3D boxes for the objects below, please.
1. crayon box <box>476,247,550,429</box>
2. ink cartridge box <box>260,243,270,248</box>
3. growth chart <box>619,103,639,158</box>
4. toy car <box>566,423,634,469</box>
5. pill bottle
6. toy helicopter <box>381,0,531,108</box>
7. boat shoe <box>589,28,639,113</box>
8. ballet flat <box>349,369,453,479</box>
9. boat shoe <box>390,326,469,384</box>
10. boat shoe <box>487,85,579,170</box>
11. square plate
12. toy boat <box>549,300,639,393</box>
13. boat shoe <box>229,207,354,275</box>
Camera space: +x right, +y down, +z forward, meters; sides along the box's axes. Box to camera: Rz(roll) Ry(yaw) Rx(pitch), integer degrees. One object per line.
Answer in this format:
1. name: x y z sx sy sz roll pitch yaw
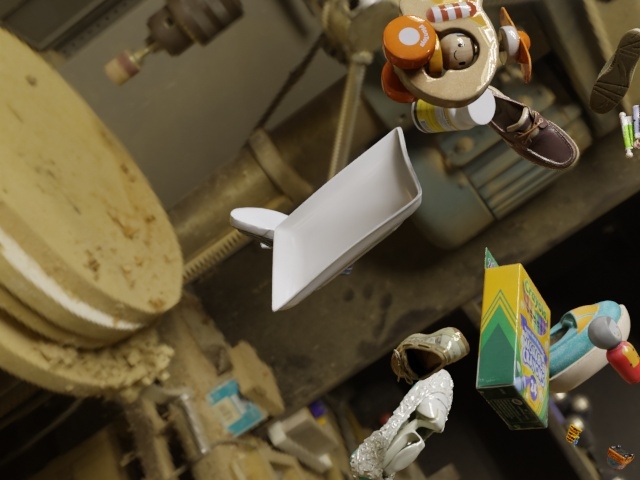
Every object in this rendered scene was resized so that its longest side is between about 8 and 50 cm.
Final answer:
1. crayon box: 0.398 0.194 1.776 0.203 0.083 0.323 48 42 -43
2. ink cartridge box: 0.000 0.000 2.563 0.324 0.330 0.071 33 61 -88
3. growth chart: 0.789 -0.307 2.003 0.021 0.237 0.172 32 40 -28
4. toy car: 0.503 0.376 1.581 0.122 0.040 0.060 27 10 20
5. pill bottle: 0.348 -0.345 2.288 0.208 0.119 0.119 4 -40 54
6. toy helicopter: 0.247 -0.372 1.423 0.235 0.355 0.140 16 -19 9
7. boat shoe: 0.512 -0.290 1.501 0.056 0.153 0.048 24 25 14
8. ballet flat: 0.250 0.511 2.329 0.147 0.409 0.147 36 -28 23
9. boat shoe: 0.239 0.280 2.087 0.104 0.089 0.285 56 -33 5
10. boat shoe: 0.535 -0.303 2.331 0.342 0.123 0.123 40 13 10
11. square plate: 0.047 -0.040 1.662 0.049 0.347 0.344 44 18 -21
12. toy boat: 0.567 0.215 1.853 0.148 0.267 0.318 52 -9 -6
13. boat shoe: -0.066 0.009 1.979 0.301 0.102 0.108 15 24 -4
